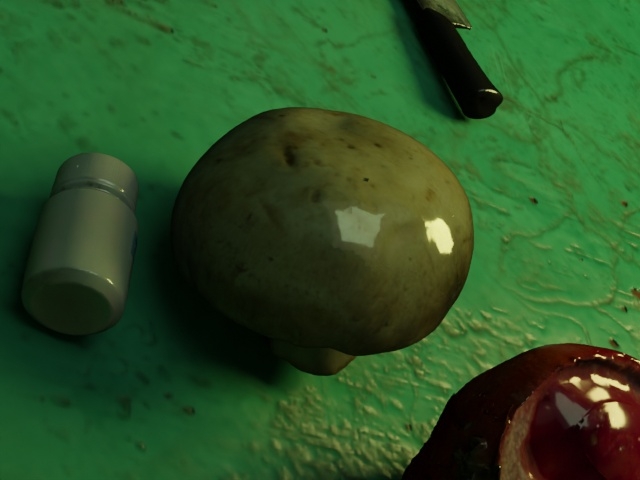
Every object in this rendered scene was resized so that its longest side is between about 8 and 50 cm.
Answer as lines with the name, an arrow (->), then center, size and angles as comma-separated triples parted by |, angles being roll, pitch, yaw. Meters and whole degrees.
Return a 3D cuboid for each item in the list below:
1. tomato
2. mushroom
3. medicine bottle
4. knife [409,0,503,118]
tomato -> 0.110, 0.144, 0.812 | 0.173, 0.099, 0.189 | 24, 82, -40
mushroom -> 0.000, 0.000, 0.818 | 0.166, 0.127, 0.166 | 16, 28, -9
medicine bottle -> -0.120, 0.001, 0.764 | 0.052, 0.052, 0.089 | 26, 43, -22
knife -> 0.082, -0.182, 1.124 | 0.060, 0.028, 0.230 | 2, 51, -42
